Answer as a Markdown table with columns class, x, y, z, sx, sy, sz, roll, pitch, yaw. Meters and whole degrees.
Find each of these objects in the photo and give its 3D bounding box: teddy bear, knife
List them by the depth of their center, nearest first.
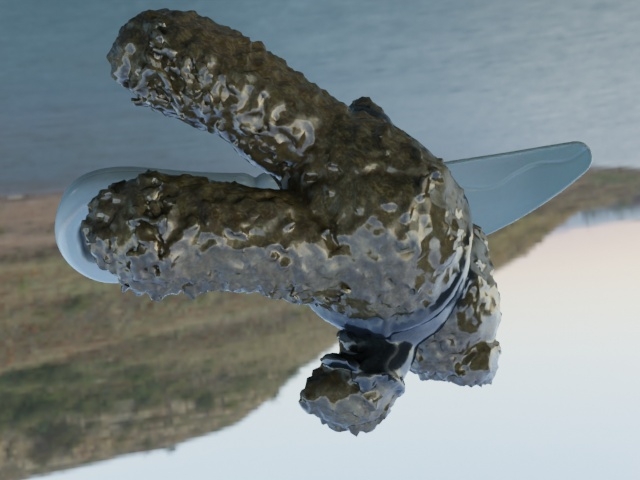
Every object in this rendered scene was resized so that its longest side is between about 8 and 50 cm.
| class | x | y | z | sx | sy | sz | roll | pitch | yaw |
| --- | --- | --- | --- | --- | --- | --- | --- | --- | --- |
| teddy bear | 0.013 | -0.003 | 0.506 | 0.129 | 0.181 | 0.251 | -7 | 154 | 45 |
| knife | 0.006 | -0.014 | 0.658 | 0.332 | 0.080 | 0.044 | -4 | -156 | -5 |
